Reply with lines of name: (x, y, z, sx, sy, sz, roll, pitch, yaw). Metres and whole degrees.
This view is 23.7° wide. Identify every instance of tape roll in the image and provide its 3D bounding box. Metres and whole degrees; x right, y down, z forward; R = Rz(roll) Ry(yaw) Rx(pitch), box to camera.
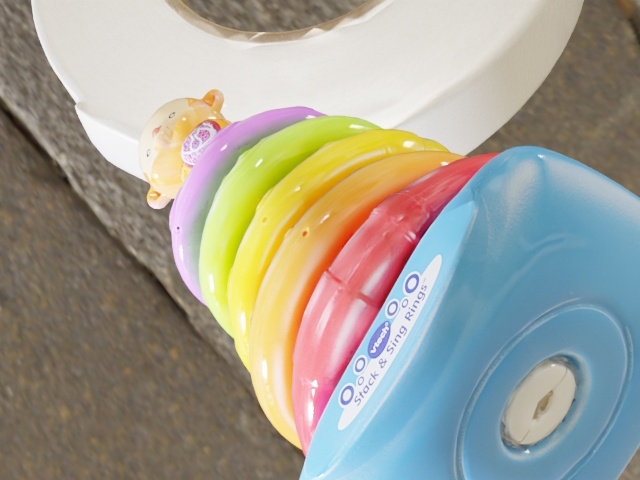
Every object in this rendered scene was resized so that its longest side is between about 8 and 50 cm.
tape roll: (-0.011, -0.202, 1.048, 0.392, 0.392, 0.072, -37, 149, -6)

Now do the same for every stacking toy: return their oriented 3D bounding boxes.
stacking toy: (0.000, 0.000, 0.685, 0.165, 0.302, 0.175, 23, 100, -45)
